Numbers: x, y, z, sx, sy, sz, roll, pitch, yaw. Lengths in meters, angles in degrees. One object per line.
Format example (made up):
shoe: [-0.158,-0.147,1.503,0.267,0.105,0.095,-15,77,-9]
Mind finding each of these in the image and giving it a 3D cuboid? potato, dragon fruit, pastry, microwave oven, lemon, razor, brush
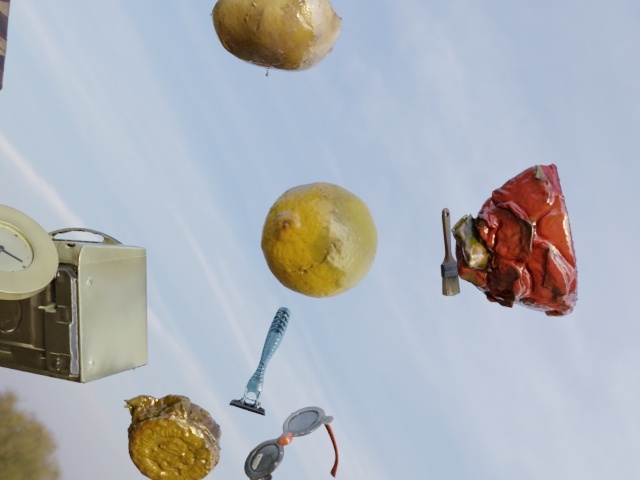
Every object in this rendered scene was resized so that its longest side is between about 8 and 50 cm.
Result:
potato: [-0.103,-0.430,2.068,0.299,0.115,0.239,1,-27,25]
dragon fruit: [0.343,0.046,1.685,0.152,0.205,0.316,-88,164,-53]
pastry: [-0.368,0.504,2.416,0.132,0.240,0.235,-95,-179,-54]
microwave oven: [-0.627,0.142,2.229,0.394,0.247,0.332,3,-85,32]
lemon: [-0.001,0.000,2.203,0.293,0.293,0.293,44,-25,27]
razor: [-0.117,0.257,2.104,0.082,0.253,0.042,18,-31,7]
brush: [0.245,0.022,1.832,0.014,0.043,0.169,2,-82,55]

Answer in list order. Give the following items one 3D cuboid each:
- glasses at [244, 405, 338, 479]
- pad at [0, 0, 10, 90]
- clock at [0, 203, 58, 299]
glasses: [-0.038,0.537,2.230,0.118,0.234,0.268,19,-36,47]
pad: [-0.669,-0.419,1.742,0.004,0.220,0.330,-43,-139,32]
clock: [-0.634,0.019,1.896,0.235,0.235,0.029,50,-56,13]
